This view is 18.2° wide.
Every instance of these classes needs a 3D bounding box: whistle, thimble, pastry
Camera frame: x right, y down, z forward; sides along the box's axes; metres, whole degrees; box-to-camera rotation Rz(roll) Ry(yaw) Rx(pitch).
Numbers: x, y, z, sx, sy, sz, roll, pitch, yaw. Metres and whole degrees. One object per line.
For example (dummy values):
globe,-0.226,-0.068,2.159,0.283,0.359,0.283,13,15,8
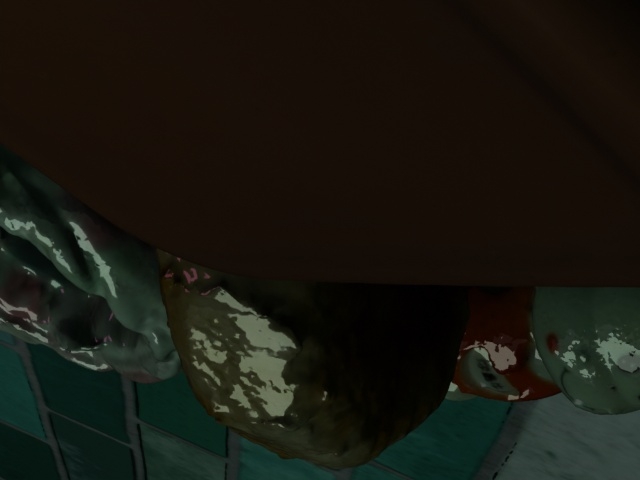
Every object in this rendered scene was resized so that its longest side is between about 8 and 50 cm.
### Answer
whistle,0.102,0.030,0.977,0.253,0.105,0.102,10,115,41
thimble,-0.118,-0.032,1.004,0.185,0.149,0.211,21,161,17
pastry,0.000,0.000,0.874,0.093,0.193,0.182,5,158,28

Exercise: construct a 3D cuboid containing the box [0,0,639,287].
box,-0.023,-0.161,0.424,0.239,0.229,0.339,-1,149,48
